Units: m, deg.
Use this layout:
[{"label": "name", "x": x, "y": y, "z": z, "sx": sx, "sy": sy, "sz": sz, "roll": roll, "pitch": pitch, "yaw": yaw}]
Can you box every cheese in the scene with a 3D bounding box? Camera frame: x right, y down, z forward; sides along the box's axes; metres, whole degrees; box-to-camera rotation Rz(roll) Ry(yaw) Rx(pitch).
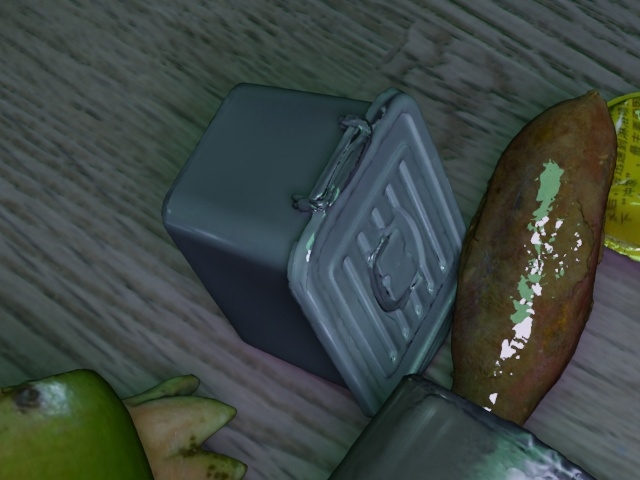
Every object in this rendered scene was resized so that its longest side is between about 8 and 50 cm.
[{"label": "cheese", "x": 0.294, "y": -0.046, "z": 1.130, "sx": 0.250, "sy": 0.064, "sz": 0.156, "roll": 6, "pitch": 63, "yaw": 14}]

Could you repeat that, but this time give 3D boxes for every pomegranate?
[{"label": "pomegranate", "x": -0.197, "y": 0.209, "z": 0.960, "sx": 0.358, "sy": 0.310, "sz": 0.216, "roll": -10, "pitch": 76, "yaw": -36}]

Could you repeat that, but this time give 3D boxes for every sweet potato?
[{"label": "sweet potato", "x": 0.129, "y": 0.071, "z": 1.070, "sx": 0.109, "sy": 0.109, "sz": 0.385, "roll": 19, "pitch": 81, "yaw": 17}]

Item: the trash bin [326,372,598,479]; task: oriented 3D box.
[{"label": "trash bin", "x": 0.043, "y": 0.248, "z": 0.891, "sx": 0.252, "sy": 0.203, "sz": 0.301, "roll": 35, "pitch": 83, "yaw": 19}]

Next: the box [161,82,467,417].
[{"label": "box", "x": 0.000, "y": 0.000, "z": 1.055, "sx": 0.135, "sy": 0.243, "sz": 0.163, "roll": 18, "pitch": 66, "yaw": 28}]
